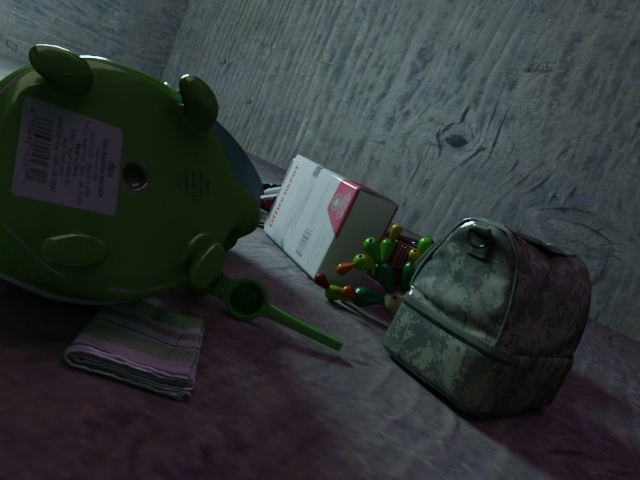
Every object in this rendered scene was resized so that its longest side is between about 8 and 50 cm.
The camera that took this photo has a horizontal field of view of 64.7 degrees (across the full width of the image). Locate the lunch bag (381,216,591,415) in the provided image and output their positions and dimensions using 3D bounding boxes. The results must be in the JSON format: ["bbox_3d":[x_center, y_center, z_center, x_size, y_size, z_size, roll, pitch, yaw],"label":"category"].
[{"bbox_3d":[0.283,0.108,0.797,0.305,0.255,0.213,15,14,-42],"label":"lunch bag"}]

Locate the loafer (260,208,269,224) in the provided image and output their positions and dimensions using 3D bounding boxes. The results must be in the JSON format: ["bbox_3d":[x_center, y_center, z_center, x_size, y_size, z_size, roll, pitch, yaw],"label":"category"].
[{"bbox_3d":[-0.123,-0.041,1.273,0.125,0.039,0.045,24,-23,-15],"label":"loafer"}]

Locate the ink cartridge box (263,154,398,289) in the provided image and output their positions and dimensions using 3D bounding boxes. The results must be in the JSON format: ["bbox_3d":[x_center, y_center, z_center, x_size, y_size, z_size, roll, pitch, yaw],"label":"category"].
[{"bbox_3d":[0.009,-0.048,1.103,0.117,0.207,0.283,18,12,-34],"label":"ink cartridge box"}]

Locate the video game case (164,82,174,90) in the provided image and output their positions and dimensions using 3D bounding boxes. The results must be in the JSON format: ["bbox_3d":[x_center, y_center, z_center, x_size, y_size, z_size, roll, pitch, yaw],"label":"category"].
[{"bbox_3d":[-0.282,-0.124,0.725,0.023,0.201,0.183,54,7,-51],"label":"video game case"}]

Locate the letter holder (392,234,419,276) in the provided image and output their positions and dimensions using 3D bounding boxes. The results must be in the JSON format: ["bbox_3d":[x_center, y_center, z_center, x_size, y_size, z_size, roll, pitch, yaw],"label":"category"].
[{"bbox_3d":[0.282,0.106,1.114,0.302,0.151,0.214,15,11,-39],"label":"letter holder"}]

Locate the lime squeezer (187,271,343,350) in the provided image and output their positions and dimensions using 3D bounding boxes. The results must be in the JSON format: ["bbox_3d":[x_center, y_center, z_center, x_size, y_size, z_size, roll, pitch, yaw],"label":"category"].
[{"bbox_3d":[-0.117,0.074,0.694,0.311,0.058,0.110,26,-20,21],"label":"lime squeezer"}]

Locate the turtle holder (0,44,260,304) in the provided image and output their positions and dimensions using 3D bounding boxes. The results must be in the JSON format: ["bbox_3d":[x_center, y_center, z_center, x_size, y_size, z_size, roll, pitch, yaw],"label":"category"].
[{"bbox_3d":[-0.219,-0.060,0.552,0.228,0.243,0.320,-12,13,39],"label":"turtle holder"}]

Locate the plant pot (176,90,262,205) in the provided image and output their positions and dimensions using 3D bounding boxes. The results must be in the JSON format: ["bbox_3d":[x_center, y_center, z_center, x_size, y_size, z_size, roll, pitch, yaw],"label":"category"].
[{"bbox_3d":[-0.215,-0.100,0.862,0.166,0.165,0.234,-13,-30,32],"label":"plant pot"}]

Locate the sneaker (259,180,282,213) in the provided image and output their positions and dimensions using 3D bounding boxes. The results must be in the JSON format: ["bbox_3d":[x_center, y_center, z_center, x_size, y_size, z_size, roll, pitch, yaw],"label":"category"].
[{"bbox_3d":[-0.154,-0.129,1.441,0.262,0.104,0.125,24,8,-3],"label":"sneaker"}]

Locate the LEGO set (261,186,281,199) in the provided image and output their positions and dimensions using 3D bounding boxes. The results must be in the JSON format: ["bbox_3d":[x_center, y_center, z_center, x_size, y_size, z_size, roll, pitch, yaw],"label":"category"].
[{"bbox_3d":[-0.192,-0.123,1.250,0.183,0.060,0.244,-8,10,6],"label":"LEGO set"}]

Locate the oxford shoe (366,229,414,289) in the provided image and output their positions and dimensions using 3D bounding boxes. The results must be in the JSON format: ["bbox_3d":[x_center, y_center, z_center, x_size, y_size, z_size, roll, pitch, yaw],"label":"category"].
[{"bbox_3d":[0.148,0.023,1.308,0.348,0.122,0.130,33,8,36],"label":"oxford shoe"}]

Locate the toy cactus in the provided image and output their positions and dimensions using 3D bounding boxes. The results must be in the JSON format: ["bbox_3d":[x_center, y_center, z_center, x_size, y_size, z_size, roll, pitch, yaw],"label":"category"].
[{"bbox_3d":[0.116,0.079,0.919,0.180,0.219,0.112,64,-9,-4],"label":"toy cactus"}]

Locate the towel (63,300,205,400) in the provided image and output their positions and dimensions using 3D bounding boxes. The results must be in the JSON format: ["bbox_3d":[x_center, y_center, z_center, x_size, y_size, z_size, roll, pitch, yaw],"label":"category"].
[{"bbox_3d":[-0.172,0.095,0.500,0.113,0.023,0.152,22,10,-12],"label":"towel"}]
